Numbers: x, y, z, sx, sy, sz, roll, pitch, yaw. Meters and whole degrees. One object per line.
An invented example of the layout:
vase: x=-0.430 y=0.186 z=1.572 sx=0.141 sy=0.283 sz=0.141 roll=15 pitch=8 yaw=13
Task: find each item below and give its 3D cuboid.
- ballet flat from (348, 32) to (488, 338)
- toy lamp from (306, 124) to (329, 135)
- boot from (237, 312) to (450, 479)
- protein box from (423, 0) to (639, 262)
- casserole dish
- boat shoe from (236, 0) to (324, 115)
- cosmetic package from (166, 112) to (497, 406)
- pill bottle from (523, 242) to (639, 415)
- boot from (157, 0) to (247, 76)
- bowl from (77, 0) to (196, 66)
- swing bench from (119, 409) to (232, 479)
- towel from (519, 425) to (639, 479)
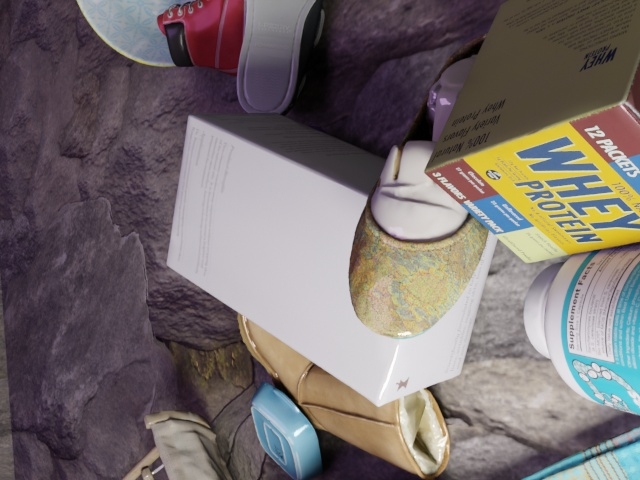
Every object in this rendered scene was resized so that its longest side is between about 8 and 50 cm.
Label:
ballet flat: x=0.112 y=-0.071 z=0.793 sx=0.123 sy=0.123 sz=0.348 roll=-32 pitch=21 yaw=51
toy lamp: x=-0.063 y=-0.058 z=1.244 sx=0.274 sy=0.080 sz=0.080 roll=-51 pitch=51 yaw=44
boot: x=0.025 y=0.162 z=1.080 sx=0.269 sy=0.089 sz=0.236 roll=3 pitch=124 yaw=57
protein box: x=0.225 y=-0.113 z=0.691 sx=0.200 sy=0.136 sz=0.201 roll=-16 pitch=41 yaw=55
casserole dish: x=-0.050 y=0.269 z=1.193 sx=0.114 sy=0.037 sz=0.188 roll=38 pitch=154 yaw=29
boat shoe: x=-0.050 y=-0.315 z=1.193 sx=0.091 sy=0.114 sz=0.302 roll=-54 pitch=-17 yaw=-83
cosmetic package: x=0.000 y=0.000 z=1.021 sx=0.385 sy=0.156 sz=0.217 roll=29 pitch=116 yaw=36
pill bottle: x=0.278 y=0.070 z=0.676 sx=0.264 sy=0.146 sz=0.146 roll=-175 pitch=84 yaw=-65
boot: x=-0.157 y=-0.367 z=1.267 sx=0.176 sy=0.088 sz=0.244 roll=12 pitch=114 yaw=12
bowl: x=-0.236 y=-0.435 z=1.382 sx=0.156 sy=0.290 sz=0.289 roll=-65 pitch=-8 yaw=-66
swing bench: x=-0.215 y=0.450 z=1.415 sx=0.254 sy=0.165 sz=0.253 roll=-58 pitch=45 yaw=31
towel: x=0.281 y=0.327 z=0.792 sx=0.370 sy=0.040 sz=0.271 roll=-44 pitch=55 yaw=47
